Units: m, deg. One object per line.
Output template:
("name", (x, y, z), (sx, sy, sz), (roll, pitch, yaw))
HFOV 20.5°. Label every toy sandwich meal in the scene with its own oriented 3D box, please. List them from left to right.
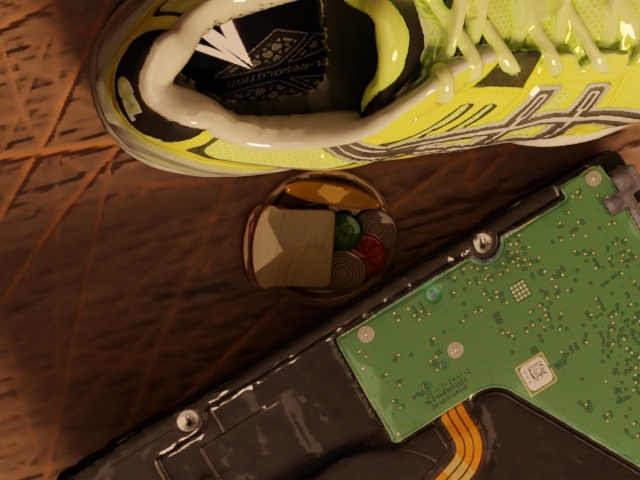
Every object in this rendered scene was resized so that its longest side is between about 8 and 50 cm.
("toy sandwich meal", (0.000, 0.000, 0.948), (0.085, 0.029, 0.085), (-1, 104, -5))

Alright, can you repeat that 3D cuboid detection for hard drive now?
("hard drive", (0.068, 0.134, 0.908), (0.339, 0.064, 0.237), (-31, 93, -13))

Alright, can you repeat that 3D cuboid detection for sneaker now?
("sneaker", (0.078, -0.098, 0.867), (0.385, 0.147, 0.145), (-16, 101, -1))
